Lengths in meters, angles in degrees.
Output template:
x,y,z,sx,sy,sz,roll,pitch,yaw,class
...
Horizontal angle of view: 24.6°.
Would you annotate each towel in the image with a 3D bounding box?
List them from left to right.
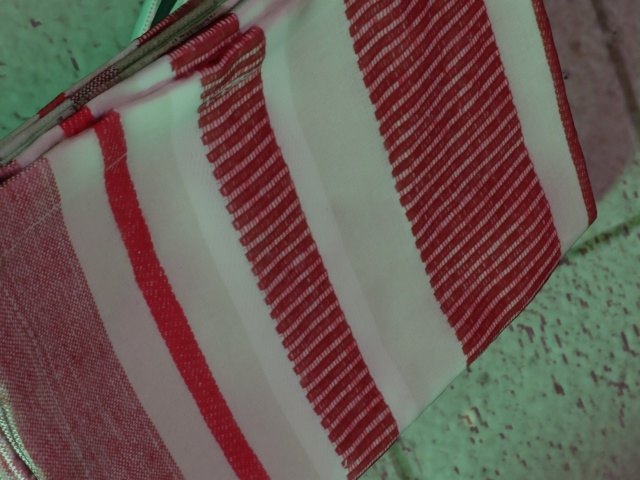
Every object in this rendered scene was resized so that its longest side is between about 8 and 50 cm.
x,y,z,sx,sy,sz,roll,pitch,yaw,class
0.000,0.000,0.603,0.329,0.037,0.237,-42,130,-29,towel

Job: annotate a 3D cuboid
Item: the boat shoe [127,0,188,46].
x,y,z,sx,sy,sz,roll,pitch,yaw,class
-0.060,-0.005,0.641,0.114,0.091,0.302,11,94,-20,boat shoe
